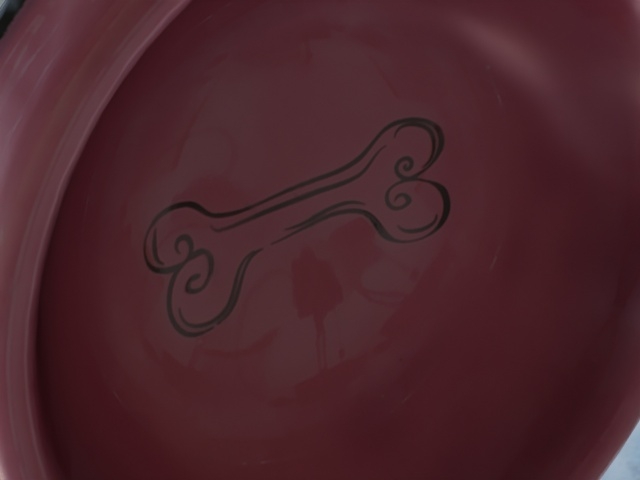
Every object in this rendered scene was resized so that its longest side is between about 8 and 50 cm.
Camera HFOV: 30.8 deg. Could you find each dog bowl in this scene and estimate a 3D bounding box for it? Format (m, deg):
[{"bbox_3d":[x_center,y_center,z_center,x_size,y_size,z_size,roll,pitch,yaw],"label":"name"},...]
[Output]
[{"bbox_3d":[0.000,0.000,0.505,0.408,0.150,0.408,-12,-66,-29],"label":"dog bowl"}]
